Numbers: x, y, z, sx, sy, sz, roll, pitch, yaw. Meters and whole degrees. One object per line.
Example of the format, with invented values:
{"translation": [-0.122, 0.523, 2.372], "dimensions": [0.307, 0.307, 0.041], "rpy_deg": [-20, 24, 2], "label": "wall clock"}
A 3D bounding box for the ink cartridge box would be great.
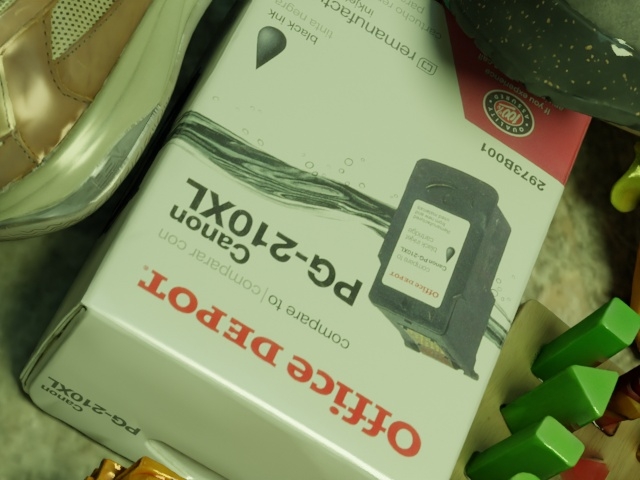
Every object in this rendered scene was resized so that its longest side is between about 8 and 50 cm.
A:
{"translation": [0.000, 0.000, 0.757], "dimensions": [0.172, 0.100, 0.237], "rpy_deg": [31, 57, -9], "label": "ink cartridge box"}

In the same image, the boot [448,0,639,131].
{"translation": [0.113, -0.217, 0.776], "dimensions": [0.118, 0.222, 0.338], "rpy_deg": [9, 28, -39], "label": "boot"}

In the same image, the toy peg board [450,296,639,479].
{"translation": [0.137, 0.122, 0.781], "dimensions": [0.161, 0.079, 0.161], "rpy_deg": [39, 56, -4], "label": "toy peg board"}

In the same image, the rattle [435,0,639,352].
{"translation": [0.114, -0.049, 0.881], "dimensions": [0.200, 0.142, 0.130], "rpy_deg": [20, 25, 1], "label": "rattle"}

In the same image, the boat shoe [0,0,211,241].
{"translation": [-0.099, -0.155, 0.753], "dimensions": [0.116, 0.123, 0.324], "rpy_deg": [43, 51, -32], "label": "boat shoe"}

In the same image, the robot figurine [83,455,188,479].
{"translation": [-0.074, 0.237, 0.617], "dimensions": [0.211, 0.085, 0.291], "rpy_deg": [26, 58, -12], "label": "robot figurine"}
